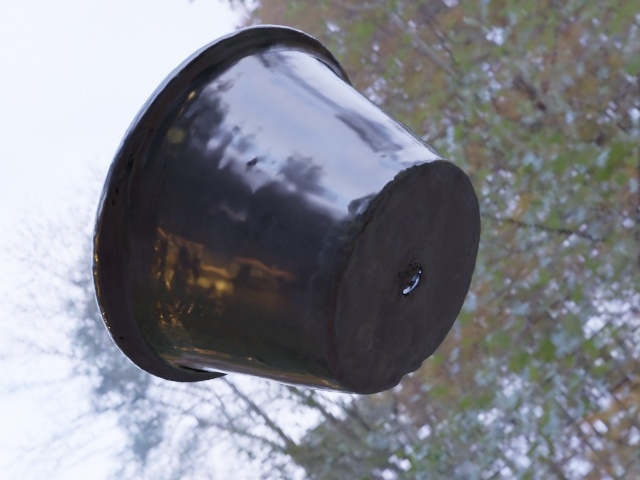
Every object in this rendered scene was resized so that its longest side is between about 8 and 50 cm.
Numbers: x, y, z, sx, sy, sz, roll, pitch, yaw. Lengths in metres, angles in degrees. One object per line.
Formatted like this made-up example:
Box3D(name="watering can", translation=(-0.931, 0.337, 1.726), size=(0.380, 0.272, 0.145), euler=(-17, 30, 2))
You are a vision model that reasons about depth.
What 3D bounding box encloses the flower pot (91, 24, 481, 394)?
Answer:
Box3D(name="flower pot", translation=(0.000, 0.000, 0.709), size=(0.235, 0.148, 0.235), euler=(-28, -51, -42))
